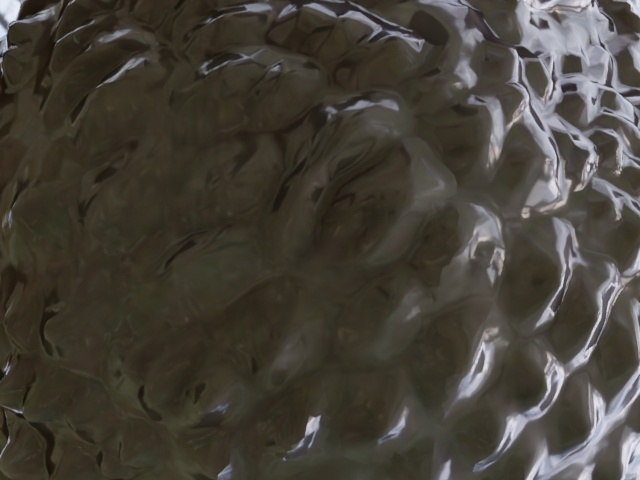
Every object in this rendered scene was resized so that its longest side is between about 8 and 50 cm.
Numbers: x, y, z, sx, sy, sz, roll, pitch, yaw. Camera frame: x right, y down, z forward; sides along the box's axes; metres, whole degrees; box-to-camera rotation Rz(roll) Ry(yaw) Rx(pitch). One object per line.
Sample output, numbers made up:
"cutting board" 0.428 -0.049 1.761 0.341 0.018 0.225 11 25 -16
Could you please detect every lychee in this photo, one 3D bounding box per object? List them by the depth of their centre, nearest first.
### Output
"lychee" 0.000 0.000 0.609 0.380 0.380 0.432 46 -55 8
